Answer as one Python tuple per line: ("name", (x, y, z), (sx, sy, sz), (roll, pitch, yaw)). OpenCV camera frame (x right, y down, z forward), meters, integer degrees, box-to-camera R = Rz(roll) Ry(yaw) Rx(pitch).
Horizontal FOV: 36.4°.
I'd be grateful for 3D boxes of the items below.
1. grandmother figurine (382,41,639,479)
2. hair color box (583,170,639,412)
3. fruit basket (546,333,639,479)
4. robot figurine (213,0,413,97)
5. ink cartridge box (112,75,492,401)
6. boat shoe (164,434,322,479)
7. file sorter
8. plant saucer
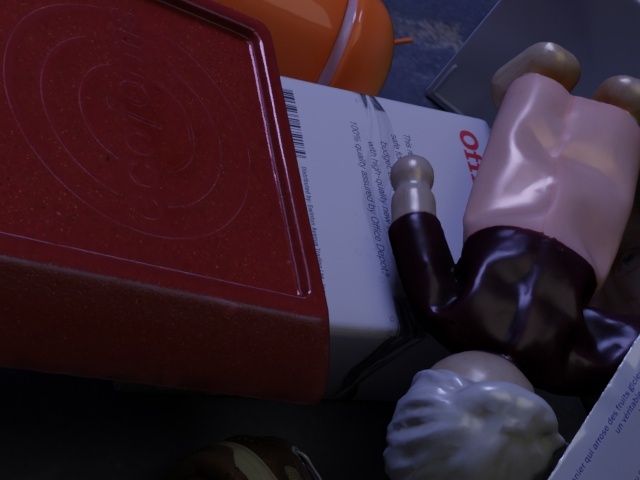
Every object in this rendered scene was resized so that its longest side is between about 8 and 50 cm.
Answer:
("grandmother figurine", (0.130, 0.021, 0.599), (0.207, 0.104, 0.342), (20, 51, 13))
("hair color box", (0.286, 0.081, 0.748), (0.105, 0.174, 0.347), (-3, 60, -32))
("fruit basket", (0.201, 0.274, 0.515), (0.353, 0.165, 0.327), (43, 67, -7))
("robot figurine", (-0.037, -0.161, 0.759), (0.219, 0.128, 0.158), (21, 41, -16))
("ink cartridge box", (0.000, 0.000, 0.670), (0.272, 0.115, 0.198), (8, 56, -27))
("boat shoe", (0.012, 0.222, 0.539), (0.095, 0.095, 0.257), (-9, 69, -60))
("file sorter", (0.284, -0.153, 0.907), (0.277, 0.193, 0.173), (38, 43, -2))
("plant saucer", (-0.102, -0.056, 0.496), (0.259, 0.047, 0.259), (15, 52, -39))
